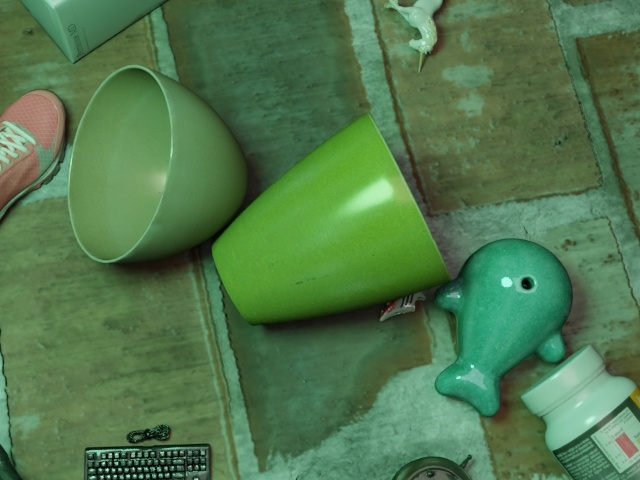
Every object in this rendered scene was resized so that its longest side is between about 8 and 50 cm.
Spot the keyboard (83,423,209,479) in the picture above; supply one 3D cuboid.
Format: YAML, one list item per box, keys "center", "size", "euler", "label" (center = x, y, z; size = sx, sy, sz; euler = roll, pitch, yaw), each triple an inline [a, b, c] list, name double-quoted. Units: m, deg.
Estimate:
- center: [-0.252, 0.322, 1.430]
  size: [0.180, 0.023, 0.108]
  euler: [-1, 73, -6]
  label: "keyboard"

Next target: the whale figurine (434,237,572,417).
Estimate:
- center: [0.272, 0.122, 1.472]
  size: [0.216, 0.141, 0.272]
  euler: [28, 74, 3]
  label: "whale figurine"

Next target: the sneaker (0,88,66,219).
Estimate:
- center: [-0.487, -0.107, 1.476]
  size: [0.116, 0.136, 0.314]
  euler: [31, 73, 3]
  label: "sneaker"

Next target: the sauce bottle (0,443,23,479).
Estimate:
- center: [-0.374, 0.435, 1.341]
  size: [0.111, 0.111, 0.344]
  euler: [-38, 79, -14]
  label: "sauce bottle"

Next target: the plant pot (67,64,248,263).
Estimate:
- center: [-0.219, -0.098, 1.452]
  size: [0.190, 0.284, 0.284]
  euler: [9, 69, -41]
  label: "plant pot"

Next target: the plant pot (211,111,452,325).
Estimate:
- center: [0.000, 0.000, 1.441]
  size: [0.293, 0.275, 0.275]
  euler: [-26, 77, 4]
  label: "plant pot"

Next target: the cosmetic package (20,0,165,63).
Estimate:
- center: [-0.306, -0.474, 1.570]
  size: [0.365, 0.197, 0.155]
  euler: [-39, 81, -13]
  label: "cosmetic package"

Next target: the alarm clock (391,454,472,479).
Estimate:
- center: [0.144, 0.385, 1.428]
  size: [0.192, 0.064, 0.129]
  euler: [-13, 75, -5]
  label: "alarm clock"

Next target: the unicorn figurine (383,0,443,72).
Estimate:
- center: [0.164, -0.383, 1.654]
  size: [0.111, 0.060, 0.162]
  euler: [32, 74, 5]
  label: "unicorn figurine"

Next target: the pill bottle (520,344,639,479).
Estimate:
- center: [0.428, 0.299, 1.424]
  size: [0.162, 0.162, 0.278]
  euler: [-35, 80, -13]
  label: "pill bottle"

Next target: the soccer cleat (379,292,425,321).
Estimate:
- center: [0.127, 0.102, 1.525]
  size: [0.083, 0.029, 0.035]
  euler: [-39, 76, -19]
  label: "soccer cleat"
